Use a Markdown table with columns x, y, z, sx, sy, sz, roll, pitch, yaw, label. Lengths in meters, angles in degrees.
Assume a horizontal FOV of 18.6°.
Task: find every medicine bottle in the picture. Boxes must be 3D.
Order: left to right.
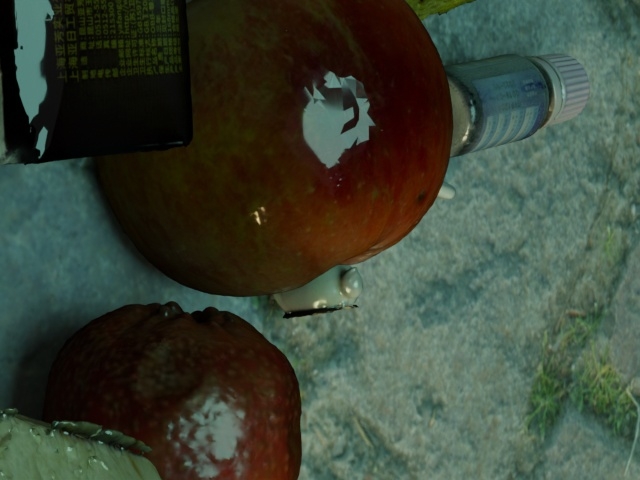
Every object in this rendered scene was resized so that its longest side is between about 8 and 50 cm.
| x | y | z | sx | sy | sz | roll | pitch | yaw | label |
| --- | --- | --- | --- | --- | --- | --- | --- | --- | --- |
| 0.168 | -0.130 | 1.802 | 0.203 | 0.083 | 0.083 | -16 | 103 | -46 | medicine bottle |

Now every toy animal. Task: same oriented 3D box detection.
| x | y | z | sx | sy | sz | roll | pitch | yaw | label |
| --- | --- | --- | --- | --- | --- | --- | --- | --- | --- |
| -0.003 | 0.001 | 1.625 | 0.071 | 0.085 | 0.124 | -4 | 86 | -27 | toy animal |

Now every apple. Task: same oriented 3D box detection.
| x | y | z | sx | sy | sz | roll | pitch | yaw | label |
| --- | --- | --- | --- | --- | --- | --- | --- | --- | --- |
| -0.009 | -0.084 | 1.486 | 0.293 | 0.163 | 0.251 | -25 | 100 | -26 | apple |

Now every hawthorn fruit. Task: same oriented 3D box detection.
| x | y | z | sx | sy | sz | roll | pitch | yaw | label |
| --- | --- | --- | --- | --- | --- | --- | --- | --- | --- |
| -0.114 | 0.172 | 1.419 | 0.205 | 0.205 | 0.253 | 7 | 96 | -49 | hawthorn fruit |

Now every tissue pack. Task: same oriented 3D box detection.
| x | y | z | sx | sy | sz | roll | pitch | yaw | label |
| --- | --- | --- | --- | --- | --- | --- | --- | --- | --- |
| -0.211 | -0.234 | 1.273 | 0.210 | 0.198 | 0.370 | -7 | 95 | -53 | tissue pack |

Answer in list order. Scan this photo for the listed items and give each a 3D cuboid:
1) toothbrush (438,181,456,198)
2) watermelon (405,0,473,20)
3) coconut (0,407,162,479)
| x | y | z | sx | sy | sz | roll | pitch | yaw | label |
| --- | --- | --- | --- | --- | --- | --- | --- | --- | --- |
| 0.028 | -0.078 | 1.694 | 0.288 | 0.021 | 0.024 | 23 | 85 | -46 | toothbrush |
| 0.089 | -0.238 | 1.708 | 0.301 | 0.123 | 0.129 | -28 | 134 | -42 | watermelon |
| -0.248 | 0.265 | 1.158 | 0.346 | 0.346 | 0.360 | 26 | 77 | -46 | coconut |
